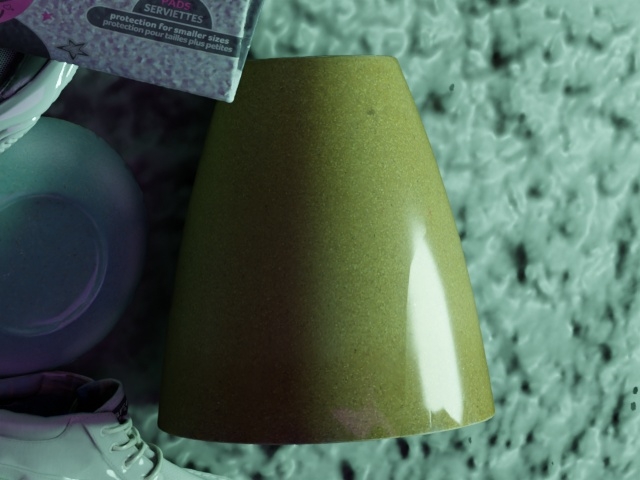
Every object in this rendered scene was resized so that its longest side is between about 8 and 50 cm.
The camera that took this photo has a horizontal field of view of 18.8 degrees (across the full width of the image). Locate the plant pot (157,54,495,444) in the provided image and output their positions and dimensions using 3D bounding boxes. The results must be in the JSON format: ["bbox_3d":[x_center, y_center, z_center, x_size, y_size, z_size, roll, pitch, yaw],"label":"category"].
[{"bbox_3d":[0.000,0.000,1.357,0.237,0.237,0.254,-3,92,-28],"label":"plant pot"}]

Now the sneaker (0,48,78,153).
[{"bbox_3d":[-0.271,-0.106,1.223,0.268,0.101,0.153,-46,125,-5],"label":"sneaker"}]

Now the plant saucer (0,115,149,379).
[{"bbox_3d":[-0.202,0.012,1.341,0.195,0.037,0.195,-10,112,-25],"label":"plant saucer"}]

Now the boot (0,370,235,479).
[{"bbox_3d":[-0.146,0.161,1.385,0.258,0.095,0.123,4,111,-29],"label":"boot"}]

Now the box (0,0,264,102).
[{"bbox_3d":[-0.147,-0.205,1.157,0.247,0.142,0.163,14,130,-7],"label":"box"}]
